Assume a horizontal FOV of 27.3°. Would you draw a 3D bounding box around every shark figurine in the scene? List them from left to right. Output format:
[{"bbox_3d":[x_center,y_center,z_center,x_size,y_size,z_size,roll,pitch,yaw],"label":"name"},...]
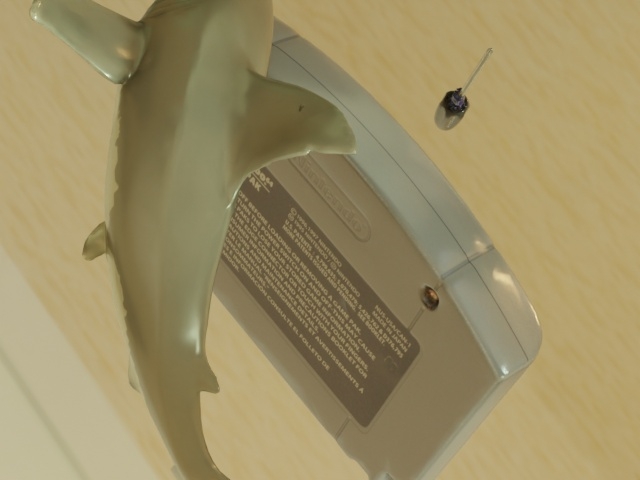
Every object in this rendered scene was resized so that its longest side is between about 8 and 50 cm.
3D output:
[{"bbox_3d":[-0.034,-0.007,0.544,0.116,0.278,0.166,-5,169,21],"label":"shark figurine"}]

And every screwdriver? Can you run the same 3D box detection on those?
[{"bbox_3d":[0.104,-0.114,0.971,0.024,0.025,0.170,-57,174,-13],"label":"screwdriver"}]

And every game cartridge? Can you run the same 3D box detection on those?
[{"bbox_3d":[0.000,0.000,0.799,0.060,0.294,0.196,-29,160,-32],"label":"game cartridge"}]
